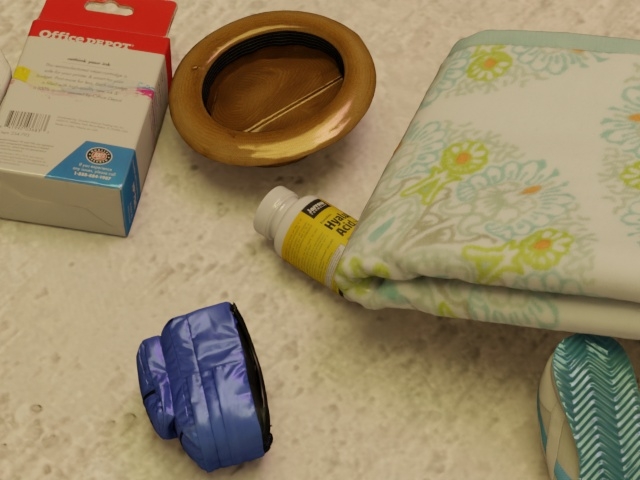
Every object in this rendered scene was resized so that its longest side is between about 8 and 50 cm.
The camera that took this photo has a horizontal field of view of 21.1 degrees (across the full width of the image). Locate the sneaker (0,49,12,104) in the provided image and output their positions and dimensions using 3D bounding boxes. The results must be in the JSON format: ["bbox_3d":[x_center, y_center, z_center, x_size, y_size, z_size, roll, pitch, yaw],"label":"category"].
[{"bbox_3d":[-0.423,-0.152,1.591,0.292,0.110,0.118,14,54,13],"label":"sneaker"}]

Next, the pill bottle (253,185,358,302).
[{"bbox_3d":[0.000,0.000,1.510,0.116,0.065,0.065,31,60,21],"label":"pill bottle"}]

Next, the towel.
[{"bbox_3d":[0.235,-0.054,1.433,0.374,0.090,0.320,5,41,25],"label":"towel"}]

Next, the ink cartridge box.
[{"bbox_3d":[-0.217,-0.125,1.592,0.134,0.078,0.231,9,55,6],"label":"ink cartridge box"}]

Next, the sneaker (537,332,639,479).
[{"bbox_3d":[0.222,0.192,1.362,0.087,0.092,0.228,-2,73,-4],"label":"sneaker"}]

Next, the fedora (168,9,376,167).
[{"bbox_3d":[-0.041,-0.127,1.593,0.194,0.079,0.194,-3,57,5],"label":"fedora"}]

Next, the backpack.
[{"bbox_3d":[-0.093,0.129,1.401,0.101,0.098,0.120,-19,69,-3],"label":"backpack"}]
